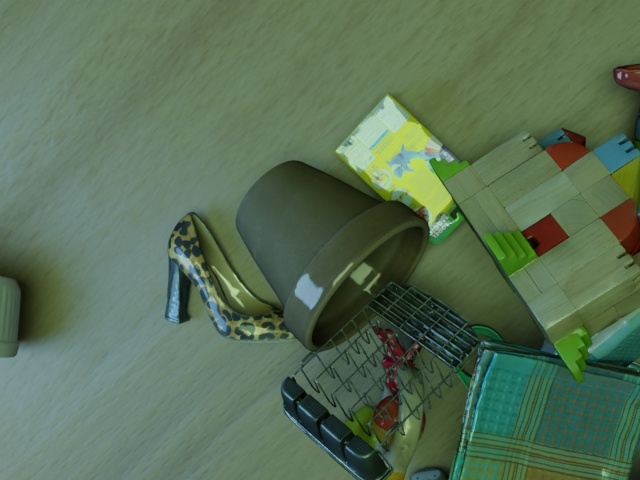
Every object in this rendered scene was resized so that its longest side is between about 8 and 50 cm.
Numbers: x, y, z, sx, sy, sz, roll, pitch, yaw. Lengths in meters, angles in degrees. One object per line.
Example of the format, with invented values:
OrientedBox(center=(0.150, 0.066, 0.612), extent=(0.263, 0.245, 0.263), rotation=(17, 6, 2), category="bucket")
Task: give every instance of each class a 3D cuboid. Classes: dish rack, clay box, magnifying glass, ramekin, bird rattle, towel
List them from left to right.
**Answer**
OrientedBox(center=(-0.611, 0.101, 1.487), extent=(0.272, 0.273, 0.127), rotation=(10, 84, 7), category="ramekin")
OrientedBox(center=(0.090, 0.191, 1.336), extent=(0.271, 0.074, 0.208), rotation=(-43, 52, -16), category="dish rack")
OrientedBox(center=(0.127, 0.258, 1.427), extent=(0.143, 0.207, 0.254), rotation=(20, 107, -12), category="bird rattle")
OrientedBox(center=(0.145, -0.111, 1.457), extent=(0.222, 0.053, 0.127), rotation=(44, 99, 1), category="clay box")
OrientedBox(center=(0.266, 0.249, 1.485), extent=(0.092, 0.026, 0.231), rotation=(-10, 94, 9), category="magnifying glass")
OrientedBox(center=(0.315, 0.342, 1.324), extent=(0.271, 0.040, 0.370), rotation=(12, 96, -10), category="towel")

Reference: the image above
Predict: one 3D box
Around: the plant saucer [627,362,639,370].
OrientedBox(center=(0.444, 0.272, 1.465), extent=(0.067, 0.018, 0.192), rotation=(25, 99, 5), category="plant saucer")

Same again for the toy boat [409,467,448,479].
OrientedBox(center=(0.284, 0.464, 1.455), extent=(0.318, 0.148, 0.267), rotation=(29, 103, -3), category="toy boat")

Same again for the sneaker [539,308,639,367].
OrientedBox(center=(0.399, 0.101, 1.417), extent=(0.319, 0.127, 0.208), rotation=(-45, 49, 35), category="sneaker")

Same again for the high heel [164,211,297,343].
OrientedBox(center=(-0.131, 0.061, 1.488), extent=(0.261, 0.093, 0.186), rotation=(10, 103, 16), category="high heel")

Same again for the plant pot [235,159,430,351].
OrientedBox(center=(0.000, 0.000, 1.411), extent=(0.229, 0.263, 0.263), rotation=(44, 100, 22), category="plant pot")

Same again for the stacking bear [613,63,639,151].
OrientedBox(center=(0.532, -0.109, 1.353), extent=(0.164, 0.175, 0.289), rotation=(-13, 109, -33), category="stacking bear")

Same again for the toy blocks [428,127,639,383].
OrientedBox(center=(0.360, -0.034, 1.294), extent=(0.261, 0.191, 0.381), rotation=(-33, 53, 6), category="toy blocks")
